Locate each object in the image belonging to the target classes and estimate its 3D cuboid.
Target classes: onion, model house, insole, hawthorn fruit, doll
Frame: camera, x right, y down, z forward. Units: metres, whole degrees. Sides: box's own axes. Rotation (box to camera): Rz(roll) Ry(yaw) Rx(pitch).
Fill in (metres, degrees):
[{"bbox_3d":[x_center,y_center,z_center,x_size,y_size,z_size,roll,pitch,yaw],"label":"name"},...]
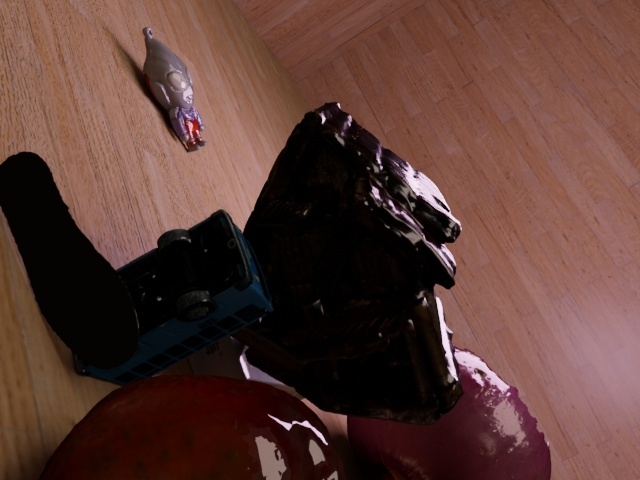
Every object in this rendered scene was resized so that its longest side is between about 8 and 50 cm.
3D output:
[{"bbox_3d":[0.175,0.345,1.163,0.358,0.344,0.359,160,-90,-86],"label":"onion"},{"bbox_3d":[0.000,0.000,0.764,0.317,0.297,0.283,-66,149,-70],"label":"model house"},{"bbox_3d":[-0.235,0.016,0.644,0.232,0.080,0.003,56,4,15],"label":"insole"},{"bbox_3d":[-0.075,0.197,0.507,0.215,0.249,0.215,-6,90,-68],"label":"hawthorn fruit"},{"bbox_3d":[-0.264,-0.268,1.263,0.102,0.075,0.228,-58,130,-67],"label":"doll"}]

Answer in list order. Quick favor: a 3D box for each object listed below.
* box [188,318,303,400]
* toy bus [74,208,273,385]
[{"bbox_3d":[-0.097,0.142,0.960,0.155,0.067,0.243,67,13,21],"label":"box"},{"bbox_3d":[-0.139,0.059,0.680,0.106,0.184,0.090,48,17,-57],"label":"toy bus"}]
